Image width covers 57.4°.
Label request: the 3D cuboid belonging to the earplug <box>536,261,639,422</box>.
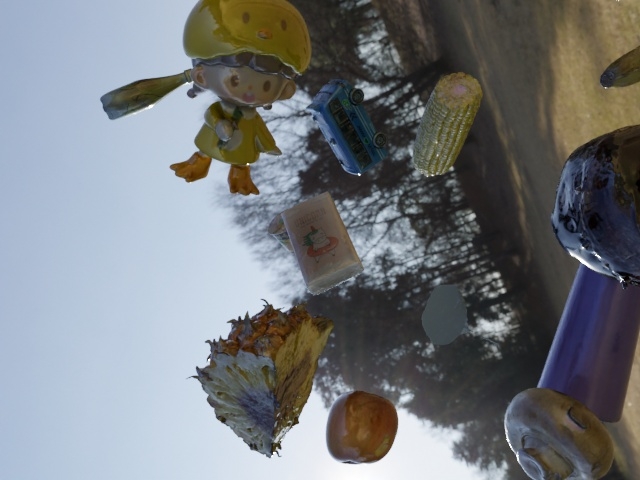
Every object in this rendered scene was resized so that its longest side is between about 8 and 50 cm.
[{"bbox_3d":[0.730,0.227,1.538,0.215,0.215,0.455,-7,-70,-75],"label":"earplug"}]

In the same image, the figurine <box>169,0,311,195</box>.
[{"bbox_3d":[-0.146,-0.256,1.006,0.215,0.343,0.187,6,-154,-32],"label":"figurine"}]

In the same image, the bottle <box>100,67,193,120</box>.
[{"bbox_3d":[-0.478,-0.418,1.641,0.083,0.270,0.083,157,90,-88],"label":"bottle"}]

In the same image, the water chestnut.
[{"bbox_3d":[0.645,-0.073,1.116,0.347,0.336,0.334,139,113,-70],"label":"water chestnut"}]

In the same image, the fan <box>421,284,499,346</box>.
[{"bbox_3d":[0.388,0.232,1.624,0.010,0.182,0.310,15,-171,-31],"label":"fan"}]

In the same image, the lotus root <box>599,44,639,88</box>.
[{"bbox_3d":[0.879,-0.485,1.574,0.110,0.259,0.097,73,175,-58],"label":"lotus root"}]

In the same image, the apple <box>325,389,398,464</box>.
[{"bbox_3d":[0.134,0.636,1.962,0.242,0.242,0.240,53,-132,-45],"label":"apple"}]

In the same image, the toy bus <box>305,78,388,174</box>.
[{"bbox_3d":[0.074,-0.308,1.591,0.246,0.134,0.113,57,169,-27],"label":"toy bus"}]

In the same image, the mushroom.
[{"bbox_3d":[0.530,0.445,1.323,0.255,0.184,0.254,46,158,25],"label":"mushroom"}]

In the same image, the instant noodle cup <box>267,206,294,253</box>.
[{"bbox_3d":[-0.099,-0.032,2.115,0.122,0.152,0.151,57,-161,-27],"label":"instant noodle cup"}]

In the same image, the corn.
[{"bbox_3d":[0.202,-0.180,0.965,0.248,0.081,0.081,88,167,-70],"label":"corn"}]

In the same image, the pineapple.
[{"bbox_3d":[-0.118,0.233,1.223,0.286,0.209,0.344,-52,-27,-48],"label":"pineapple"}]

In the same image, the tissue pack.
[{"bbox_3d":[0.000,0.000,1.736,0.071,0.170,0.325,60,-173,-46],"label":"tissue pack"}]
